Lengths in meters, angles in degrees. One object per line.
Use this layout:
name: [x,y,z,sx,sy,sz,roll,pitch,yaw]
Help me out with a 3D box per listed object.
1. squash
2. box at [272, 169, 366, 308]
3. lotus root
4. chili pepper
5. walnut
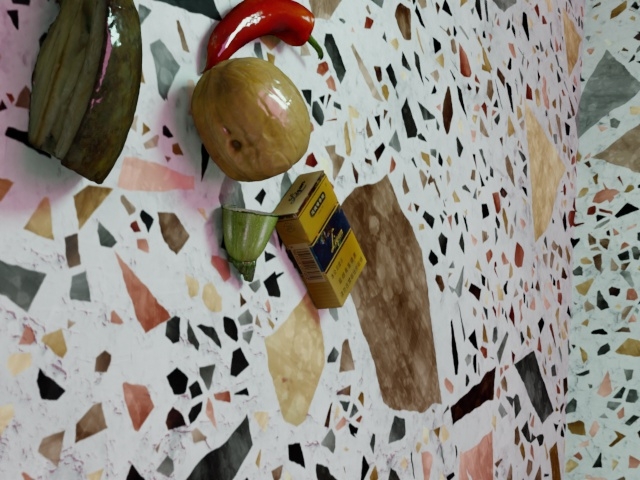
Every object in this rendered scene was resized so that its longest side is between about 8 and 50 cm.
squash: [-0.135,0.009,1.662,0.105,0.105,0.132,1,101,-58]
box: [-0.001,0.000,1.881,0.152,0.070,0.237,-58,133,-45]
lotus root: [-0.313,-0.237,1.341,0.142,0.210,0.314,16,84,-44]
chili pepper: [-0.109,-0.399,1.789,0.368,0.092,0.137,-20,120,-51]
walnut: [-0.121,-0.208,1.609,0.221,0.195,0.195,57,40,-30]
